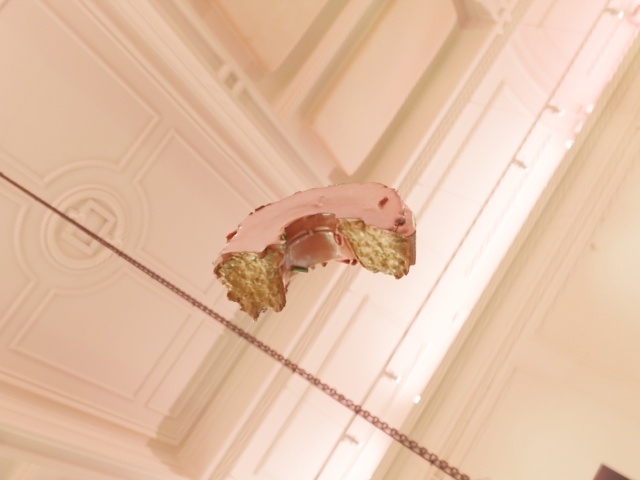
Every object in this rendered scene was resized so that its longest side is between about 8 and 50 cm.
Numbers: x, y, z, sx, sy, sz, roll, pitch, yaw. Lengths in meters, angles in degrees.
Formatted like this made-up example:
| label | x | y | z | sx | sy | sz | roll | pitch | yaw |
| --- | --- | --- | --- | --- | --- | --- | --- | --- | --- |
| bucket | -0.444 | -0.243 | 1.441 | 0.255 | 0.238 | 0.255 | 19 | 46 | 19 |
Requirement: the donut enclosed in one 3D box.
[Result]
| label | x | y | z | sx | sy | sz | roll | pitch | yaw |
| --- | --- | --- | --- | --- | --- | --- | --- | --- | --- |
| donut | 0.000 | 0.000 | 0.540 | 0.117 | 0.166 | 0.065 | -75 | -28 | -58 |
